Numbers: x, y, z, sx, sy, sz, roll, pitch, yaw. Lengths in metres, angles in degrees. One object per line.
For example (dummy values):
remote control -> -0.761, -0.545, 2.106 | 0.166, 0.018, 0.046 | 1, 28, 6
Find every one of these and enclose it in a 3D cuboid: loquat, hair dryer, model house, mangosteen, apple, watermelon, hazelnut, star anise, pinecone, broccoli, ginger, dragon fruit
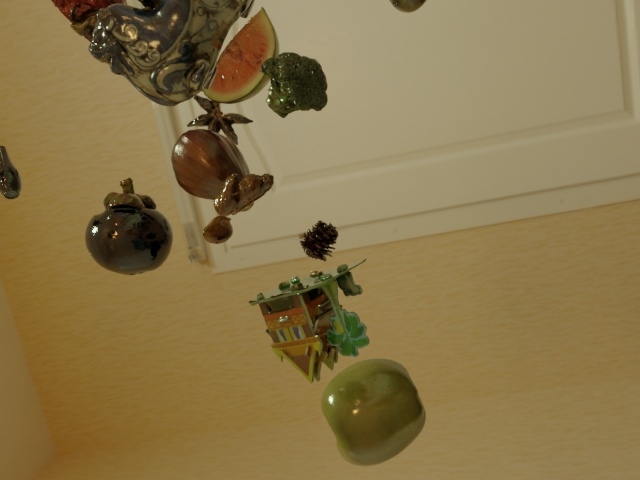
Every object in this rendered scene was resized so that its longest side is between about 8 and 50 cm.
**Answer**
loquat -> 0.291, -0.838, 1.617 | 0.195, 0.152, 0.152 | -64, -17, -10
hair dryer -> -1.004, -0.238, 1.492 | 0.195, 0.075, 0.219 | 61, -177, 22
model house -> 0.018, 0.247, 1.497 | 0.243, 0.358, 0.312 | -28, -84, -51
mangosteen -> -0.595, -0.044, 1.553 | 0.275, 0.275, 0.302 | -37, -54, -81
apple -> 0.202, 0.610, 1.781 | 0.311, 0.361, 0.320 | 58, 166, 33
watermelon -> -0.200, -0.512, 1.487 | 0.159, 0.303, 0.128 | 45, -165, 14
hazelnut -> -0.294, -0.188, 1.316 | 0.210, 0.186, 0.210 | -17, -90, -81
star anise -> -0.337, -0.392, 1.610 | 0.208, 0.172, 0.063 | 47, -178, -11
pinecone -> 0.000, 0.000, 1.027 | 0.077, 0.083, 0.077 | 32, -166, -9
broccoli -> -0.057, -0.335, 1.059 | 0.162, 0.138, 0.146 | 57, -155, 17
ginger -> -0.192, -0.115, 1.171 | 0.073, 0.162, 0.103 | 59, -156, 2
dragon fruit -> -0.696, -0.734, 1.587 | 0.317, 0.152, 0.205 | 13, -127, -67

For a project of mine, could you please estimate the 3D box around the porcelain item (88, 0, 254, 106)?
porcelain item -> -0.219, -0.358, 0.770 | 0.288, 0.186, 0.138 | -58, 11, 13

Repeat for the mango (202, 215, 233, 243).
mango -> -0.297, -0.027, 1.432 | 0.077, 0.063, 0.127 | 63, -154, -9

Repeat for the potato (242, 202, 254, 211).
potato -> -0.313, -0.165, 1.771 | 0.170, 0.080, 0.107 | 37, -153, -16
